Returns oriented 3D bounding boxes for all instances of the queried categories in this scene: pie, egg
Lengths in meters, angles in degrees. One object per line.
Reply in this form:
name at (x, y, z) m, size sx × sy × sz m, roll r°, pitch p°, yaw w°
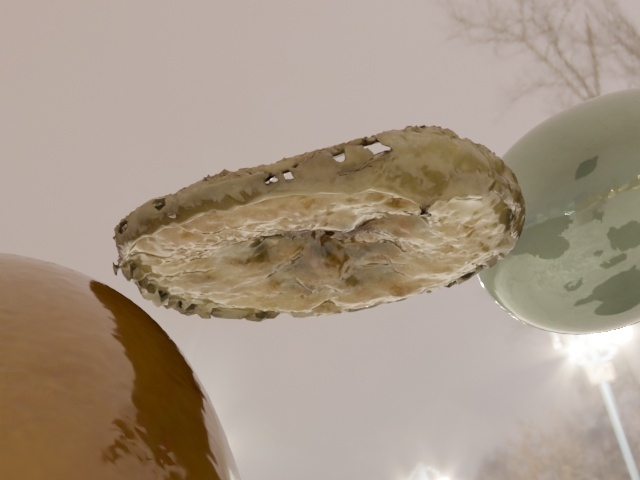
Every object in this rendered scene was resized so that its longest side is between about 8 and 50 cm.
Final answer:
pie at (0.000, 0.000, 0.650) m, size 0.274 × 0.055 × 0.274 m, roll -7°, pitch -18°, yaw -2°
egg at (0.246, -0.030, 0.829) m, size 0.264 × 0.183 × 0.183 m, roll -32°, pitch -20°, yaw -4°

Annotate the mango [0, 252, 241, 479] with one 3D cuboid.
mango at (-0.176, 0.145, 0.410) m, size 0.300 × 0.446 × 0.232 m, roll -20°, pitch -64°, yaw -3°
